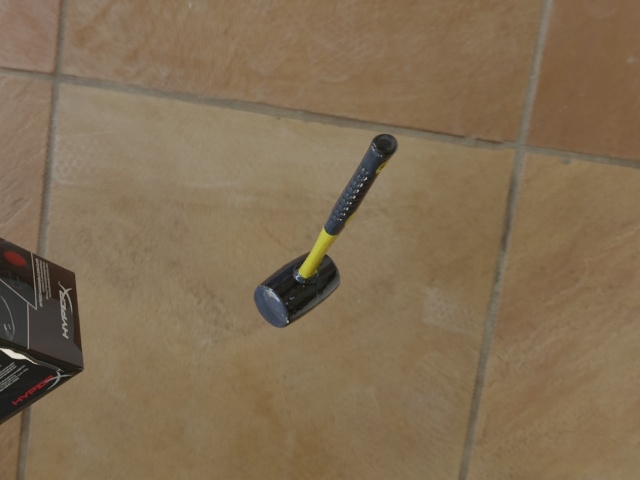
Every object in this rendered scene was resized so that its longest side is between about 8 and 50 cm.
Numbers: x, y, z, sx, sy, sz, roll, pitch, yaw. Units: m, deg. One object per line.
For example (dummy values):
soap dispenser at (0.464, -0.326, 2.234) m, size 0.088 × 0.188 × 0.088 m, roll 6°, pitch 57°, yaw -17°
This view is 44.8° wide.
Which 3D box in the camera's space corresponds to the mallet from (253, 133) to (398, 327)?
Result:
mallet at (0.000, 0.000, 0.507) m, size 0.062 × 0.189 × 0.039 m, roll -37°, pitch 76°, yaw -29°

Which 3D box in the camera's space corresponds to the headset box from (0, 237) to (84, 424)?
headset box at (-0.367, 0.063, 0.585) m, size 0.218 × 0.110 × 0.293 m, roll -33°, pitch 141°, yaw 18°
